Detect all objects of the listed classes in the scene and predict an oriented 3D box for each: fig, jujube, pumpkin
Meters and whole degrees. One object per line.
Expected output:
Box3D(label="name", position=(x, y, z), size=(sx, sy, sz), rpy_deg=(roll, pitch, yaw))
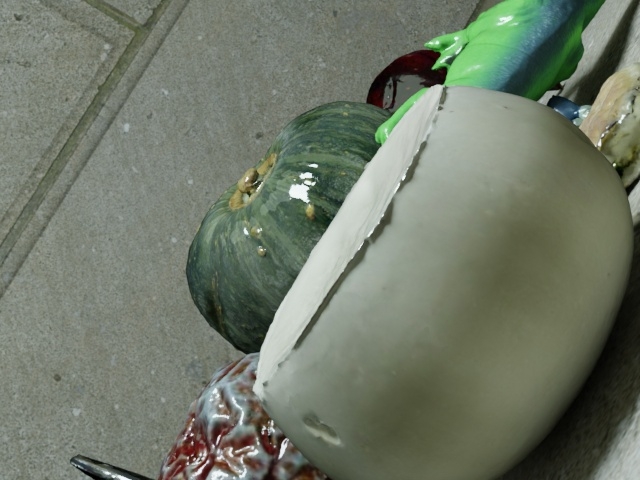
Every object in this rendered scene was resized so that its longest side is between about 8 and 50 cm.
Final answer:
Box3D(label="fig", position=(0.168, -0.167, 1.837), size=(0.186, 0.204, 0.249), rpy_deg=(-44, 2, -18))
Box3D(label="jujube", position=(-0.085, 0.288, 1.558), size=(0.317, 0.226, 0.226), rpy_deg=(-63, 5, -18))
Box3D(label="pumpkin", position=(0.000, 0.000, 1.653), size=(0.328, 0.257, 0.291), rpy_deg=(-35, 22, 40))

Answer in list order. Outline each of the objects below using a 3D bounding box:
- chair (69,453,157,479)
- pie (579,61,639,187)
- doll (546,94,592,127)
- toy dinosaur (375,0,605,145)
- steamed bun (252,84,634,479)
Box3D(label="chair", position=(-0.124, 0.363, 0.897), size=(0.226, 0.227, 0.400), rpy_deg=(140, 149, -78))
Box3D(label="pie", position=(0.243, -0.070, 1.256), size=(0.218, 0.052, 0.185), rpy_deg=(-60, 5, 25))
Box3D(label="doll", position=(0.254, -0.115, 1.503), size=(0.083, 0.050, 0.076), rpy_deg=(-61, 0, 2))
Box3D(label="toy dinosaur", position=(0.252, -0.243, 1.485), size=(0.500, 0.144, 0.374), rpy_deg=(-46, 5, 12))
Box3D(label="steamed bun", position=(0.101, 0.046, 1.034), size=(0.324, 0.206, 0.324), rpy_deg=(-57, 7, 10))
